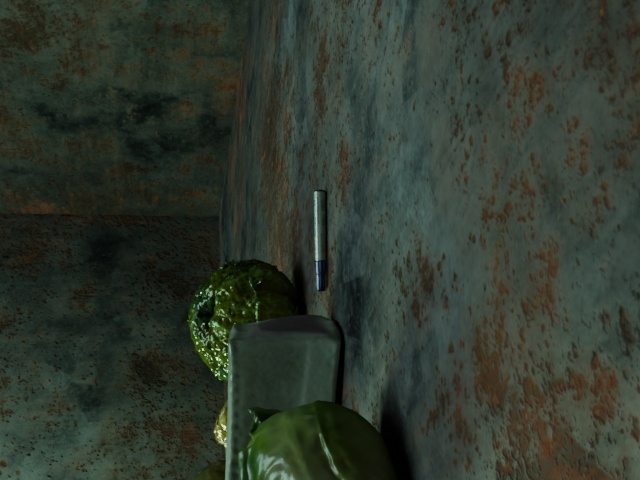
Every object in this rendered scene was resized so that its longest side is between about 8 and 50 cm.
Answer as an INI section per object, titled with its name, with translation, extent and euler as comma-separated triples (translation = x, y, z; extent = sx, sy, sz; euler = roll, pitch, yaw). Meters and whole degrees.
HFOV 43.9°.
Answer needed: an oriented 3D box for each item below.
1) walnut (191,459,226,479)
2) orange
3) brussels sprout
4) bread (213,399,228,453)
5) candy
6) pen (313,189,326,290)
[walnut]
translation = -0.253, 0.766, 2.224
extent = 0.277, 0.253, 0.282
euler = -116, 30, -67
[orange]
translation = -0.192, 0.192, 1.884
extent = 0.300, 0.223, 0.301
euler = -40, 45, 32
[brussels sprout]
translation = -0.009, 0.365, 1.146
extent = 0.294, 0.227, 0.259
euler = -172, 69, -69
[bread]
translation = -0.200, 0.490, 2.192
extent = 0.198, 0.120, 0.236
euler = -49, -19, -39
[candy]
translation = -0.076, 0.324, 1.518
extent = 0.145, 0.208, 0.358
euler = -111, 22, -76
[pen]
translation = 0.000, 0.000, 1.598
extent = 0.025, 0.025, 0.204
euler = 161, 109, -78
